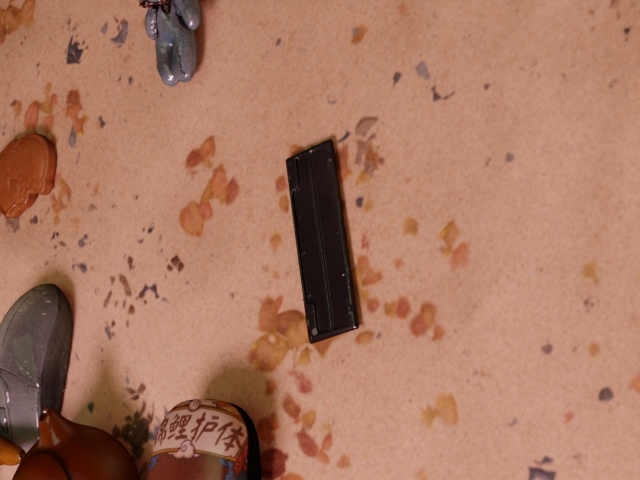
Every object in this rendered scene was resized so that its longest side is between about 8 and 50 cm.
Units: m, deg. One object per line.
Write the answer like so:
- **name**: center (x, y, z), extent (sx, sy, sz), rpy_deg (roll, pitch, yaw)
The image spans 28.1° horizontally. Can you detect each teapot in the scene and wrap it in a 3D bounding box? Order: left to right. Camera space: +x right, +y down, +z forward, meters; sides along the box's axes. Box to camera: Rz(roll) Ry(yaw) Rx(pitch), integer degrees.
- **teapot**: center (-0.287, 0.311, 1.399), extent (0.178, 0.135, 0.252), rpy_deg (-10, 73, 44)

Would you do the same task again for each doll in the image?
- **doll**: center (-0.181, -0.271, 1.467), extent (0.120, 0.075, 0.179), rpy_deg (-10, 74, 43)

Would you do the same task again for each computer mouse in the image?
- **computer mouse**: center (-0.362, 0.162, 1.539), extent (0.113, 0.068, 0.228), rpy_deg (6, 84, 44)

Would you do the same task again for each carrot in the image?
- **carrot**: center (-0.452, 0.257, 1.578), extent (0.336, 0.069, 0.069), rpy_deg (-10, 74, 49)

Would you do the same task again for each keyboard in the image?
- **keyboard**: center (0.000, 0.000, 1.293), extent (0.067, 0.011, 0.202), rpy_deg (-21, 67, 35)

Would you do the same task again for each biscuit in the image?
- **biscuit**: center (-0.387, -0.085, 1.648), extent (0.130, 0.019, 0.102), rpy_deg (-24, 65, 37)

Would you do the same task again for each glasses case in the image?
- **glasses case**: center (-0.123, 0.320, 1.284), extent (0.122, 0.082, 0.320), rpy_deg (-6, 77, 43)
